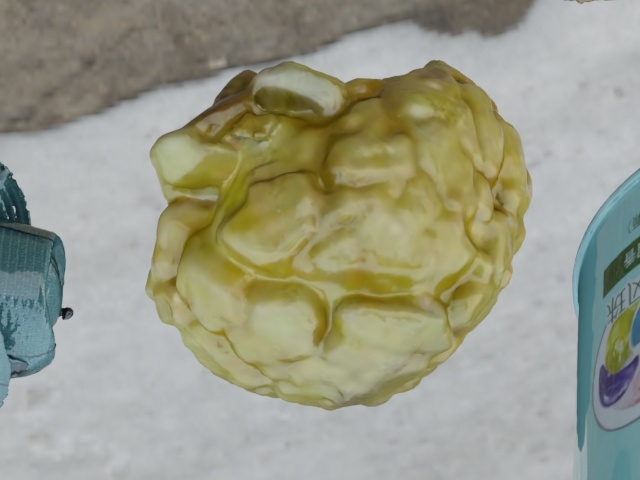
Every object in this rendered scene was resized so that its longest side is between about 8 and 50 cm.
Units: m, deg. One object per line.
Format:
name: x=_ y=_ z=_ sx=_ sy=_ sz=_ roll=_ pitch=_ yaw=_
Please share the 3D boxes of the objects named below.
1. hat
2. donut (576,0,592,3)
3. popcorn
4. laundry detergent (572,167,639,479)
hat: x=-0.202 y=0.039 z=1.210 sx=0.078 sy=0.138 sz=0.191 roll=6 pitch=136 yaw=-9
donut: x=0.278 y=-0.352 z=1.777 sx=0.253 sy=0.118 sz=0.253 roll=-4 pitch=129 yaw=-5
popcorn: x=0.018 y=0.002 z=1.776 sx=0.390 sy=0.354 sz=0.344 roll=-2 pitch=146 yaw=-19
laundry detergent: x=0.263 y=0.136 z=0.893 sx=0.287 sy=0.305 sz=0.287 roll=5 pitch=138 yaw=5
